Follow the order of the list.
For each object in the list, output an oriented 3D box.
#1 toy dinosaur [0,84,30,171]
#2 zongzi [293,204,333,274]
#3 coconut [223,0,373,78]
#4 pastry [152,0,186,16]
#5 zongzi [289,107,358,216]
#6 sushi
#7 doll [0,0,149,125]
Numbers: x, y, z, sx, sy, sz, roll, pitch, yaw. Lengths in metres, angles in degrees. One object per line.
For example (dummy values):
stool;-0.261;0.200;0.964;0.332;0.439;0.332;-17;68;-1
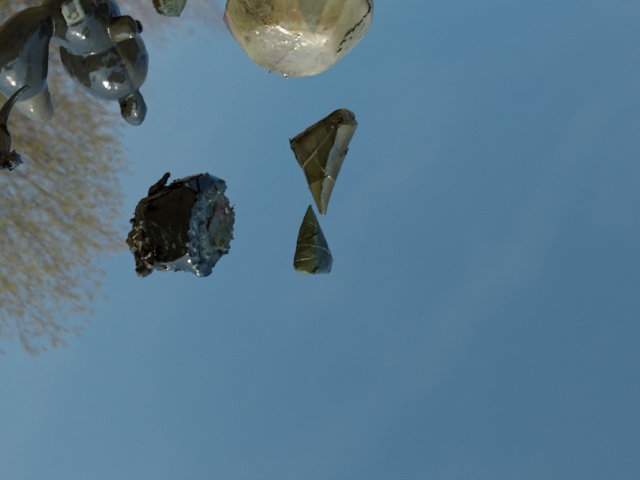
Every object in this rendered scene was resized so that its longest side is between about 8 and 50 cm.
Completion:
toy dinosaur;-0.616;-0.200;1.828;0.179;0.087;0.187;-34;-122;-18
zongzi;0.000;0.000;1.739;0.062;0.154;0.130;4;-90;21
coconut;-0.046;-0.553;2.014;0.353;0.352;0.352;-28;-141;26
pastry;-0.328;-0.565;1.995;0.081;0.153;0.153;-4;-147;-16
zongzi;0.025;-0.158;1.804;0.160;0.078;0.176;-31;-108;45
sushi;-0.315;-0.038;1.972;0.219;0.238;0.225;4;-82;31
doll;-0.581;-0.425;2.134;0.379;0.382;0.252;-27;-132;-13
